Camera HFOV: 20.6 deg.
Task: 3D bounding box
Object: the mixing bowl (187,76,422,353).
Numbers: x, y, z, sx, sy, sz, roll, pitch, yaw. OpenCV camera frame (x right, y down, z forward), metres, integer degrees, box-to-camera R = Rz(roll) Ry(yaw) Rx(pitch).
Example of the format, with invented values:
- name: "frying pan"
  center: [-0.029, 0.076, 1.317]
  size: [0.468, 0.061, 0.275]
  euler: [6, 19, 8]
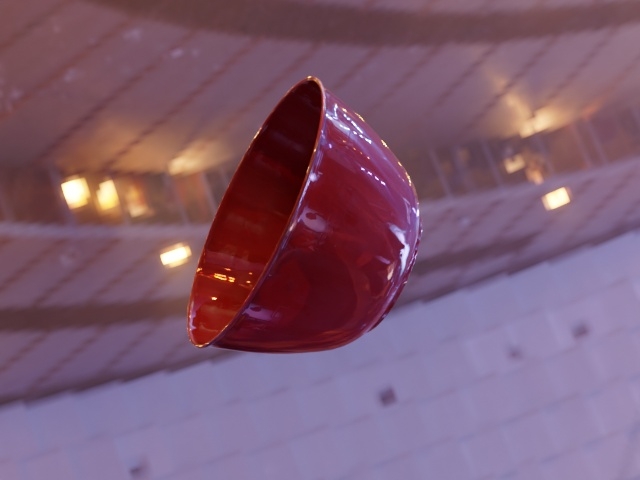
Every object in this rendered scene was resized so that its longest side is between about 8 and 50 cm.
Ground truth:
- name: "mixing bowl"
  center: [0.000, 0.000, 1.094]
  size: [0.098, 0.181, 0.181]
  euler: [24, -35, -15]
